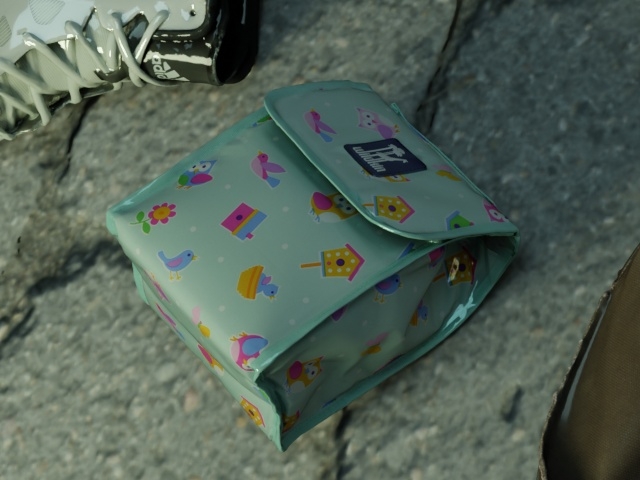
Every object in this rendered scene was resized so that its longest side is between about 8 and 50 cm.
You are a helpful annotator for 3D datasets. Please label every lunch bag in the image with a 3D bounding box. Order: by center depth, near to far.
[{"bbox_3d":[0.000,0.000,1.524,0.262,0.160,0.223,-36,54,-13],"label":"lunch bag"}]

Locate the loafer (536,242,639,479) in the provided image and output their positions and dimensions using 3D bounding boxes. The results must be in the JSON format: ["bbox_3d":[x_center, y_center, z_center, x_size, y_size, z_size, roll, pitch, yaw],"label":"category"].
[{"bbox_3d":[0.256,0.058,1.414,0.134,0.130,0.366,19,72,27],"label":"loafer"}]

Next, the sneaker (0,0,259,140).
[{"bbox_3d":[-0.226,-0.173,1.681,0.257,0.169,0.447,34,77,32],"label":"sneaker"}]
